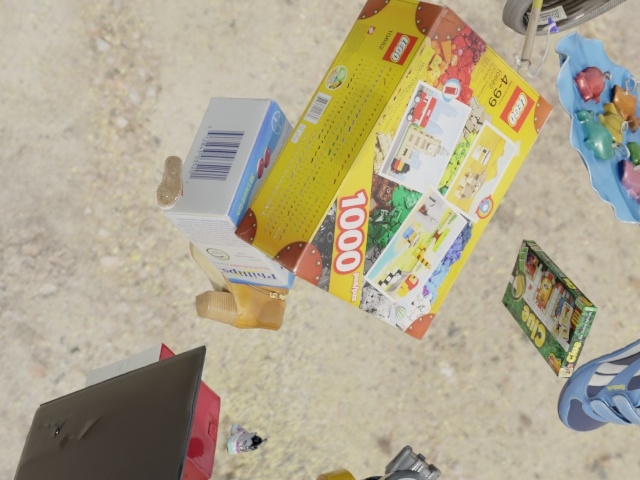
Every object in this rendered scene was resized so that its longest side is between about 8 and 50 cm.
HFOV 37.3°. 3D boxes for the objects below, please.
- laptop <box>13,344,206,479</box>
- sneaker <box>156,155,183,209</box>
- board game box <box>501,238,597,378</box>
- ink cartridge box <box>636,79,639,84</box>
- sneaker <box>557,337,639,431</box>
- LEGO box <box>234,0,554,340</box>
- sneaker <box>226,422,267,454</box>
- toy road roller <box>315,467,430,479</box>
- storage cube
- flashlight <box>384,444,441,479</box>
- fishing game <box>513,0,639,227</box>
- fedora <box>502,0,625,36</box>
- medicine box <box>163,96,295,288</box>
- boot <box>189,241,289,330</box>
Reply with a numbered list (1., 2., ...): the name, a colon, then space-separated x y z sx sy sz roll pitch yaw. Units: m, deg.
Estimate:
1. laptop: -0.273 0.428 1.393 0.407 0.382 0.236 63 31 -7
2. sneaker: -0.257 -0.082 1.620 0.042 0.067 0.118 8 48 -5
3. board game box: 0.389 0.112 1.637 0.030 0.136 0.259 6 23 -14
4. ink cartridge box: 0.687 -0.148 1.755 0.307 0.129 0.223 37 -3 45
5. sneaker: 0.239 0.118 0.728 0.053 0.144 0.059 28 44 -20
6. LEGO box: 0.139 -0.125 1.694 0.372 0.500 0.193 29 0 -42
7. sneaker: -0.130 0.359 1.716 0.098 0.069 0.038 -83 169 -74
8. toy road roller: 0.061 0.507 1.417 0.241 0.202 0.329 -13 77 -18
9. storage cube: -0.318 0.339 1.749 0.193 0.184 0.215 52 27 -35
10. flashlight: 0.086 0.515 1.759 0.103 0.304 0.103 40 3 19
11. fishing game: 0.251 -0.090 0.770 0.264 0.041 0.189 49 40 -18
12. fedora: 0.386 -0.424 1.417 0.244 0.275 0.124 4 61 -55
13. medicine box: -0.133 -0.088 1.827 0.289 0.149 0.263 52 50 -53
14. boot: -0.166 0.044 2.028 0.211 0.104 0.295 11 72 -40
